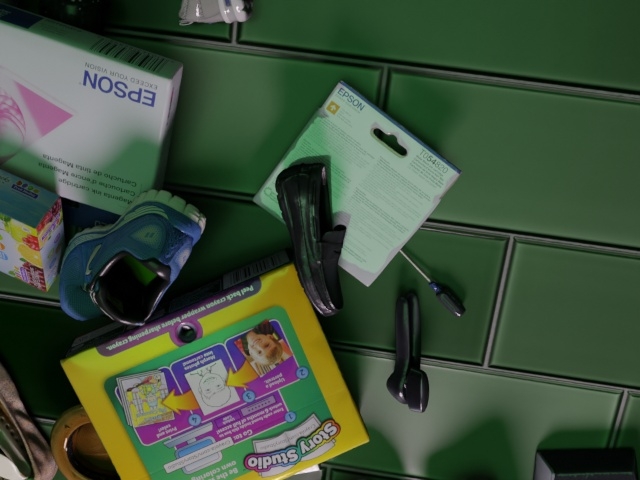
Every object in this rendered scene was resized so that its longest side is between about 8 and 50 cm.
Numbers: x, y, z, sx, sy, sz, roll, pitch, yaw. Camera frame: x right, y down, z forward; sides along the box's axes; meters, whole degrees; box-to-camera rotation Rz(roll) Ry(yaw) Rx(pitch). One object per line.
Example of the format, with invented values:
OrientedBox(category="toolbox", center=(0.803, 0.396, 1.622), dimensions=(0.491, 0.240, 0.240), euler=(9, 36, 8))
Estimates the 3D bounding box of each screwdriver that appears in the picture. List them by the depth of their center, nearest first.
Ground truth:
OrientedBox(category="screwdriver", center=(0.157, 0.056, 1.077), dimensions=(0.170, 0.024, 0.025), euler=(41, 77, -5))

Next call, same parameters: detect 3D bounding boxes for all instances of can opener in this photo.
OrientedBox(category="can opener", center=(0.139, 0.171, 1.098), dimensions=(0.073, 0.059, 0.186), euler=(2, 98, 33))

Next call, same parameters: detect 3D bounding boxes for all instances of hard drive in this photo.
OrientedBox(category="hard drive", center=(0.436, 0.465, 1.152), dimensions=(0.172, 0.054, 0.254), euler=(-3, 106, 7))

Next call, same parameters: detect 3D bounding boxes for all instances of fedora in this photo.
OrientedBox(category="fedora", center=(-0.346, 0.335, 1.178), dimensions=(0.194, 0.079, 0.194), euler=(1, 107, 5))

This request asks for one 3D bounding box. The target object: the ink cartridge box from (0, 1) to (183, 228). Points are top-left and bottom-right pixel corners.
OrientedBox(category="ink cartridge box", center=(-0.379, -0.143, 0.991), dimensions=(0.324, 0.071, 0.330), euler=(17, 124, -3))

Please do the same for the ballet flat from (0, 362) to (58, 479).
OrientedBox(category="ballet flat", center=(-0.549, 0.294, 1.172), dimensions=(0.108, 0.106, 0.316), euler=(-30, 101, 13))

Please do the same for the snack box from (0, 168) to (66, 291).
OrientedBox(category="snack box", center=(-0.470, -0.026, 1.033), dimensions=(0.175, 0.070, 0.207), euler=(25, 146, -3))

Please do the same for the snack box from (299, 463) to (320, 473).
OrientedBox(category="snack box", center=(-0.093, 0.372, 1.193), dimensions=(0.178, 0.022, 0.064), euler=(-13, 106, 9))

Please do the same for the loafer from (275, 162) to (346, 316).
OrientedBox(category="loafer", center=(0.000, 0.000, 0.998), dimensions=(0.078, 0.076, 0.223), euler=(-11, 101, 19))

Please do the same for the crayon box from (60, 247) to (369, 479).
OrientedBox(category="crayon box", center=(-0.151, 0.229, 1.077), dimensions=(0.363, 0.106, 0.313), euler=(-23, 104, -3))

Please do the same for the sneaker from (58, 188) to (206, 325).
OrientedBox(category="sneaker", center=(-0.298, 0.052, 1.008), dimensions=(0.130, 0.147, 0.330), euler=(34, 138, -24))

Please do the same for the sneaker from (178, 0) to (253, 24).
OrientedBox(category="sneaker", center=(-0.180, -0.420, 0.927), dimensions=(0.115, 0.105, 0.281), euler=(-12, 105, 9))

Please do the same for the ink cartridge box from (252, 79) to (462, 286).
OrientedBox(category="ink cartridge box", center=(0.052, -0.082, 1.032), dimensions=(0.223, 0.045, 0.224), euler=(38, 108, -4))

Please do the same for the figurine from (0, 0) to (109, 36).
OrientedBox(category="figurine", center=(-0.413, -0.250, 1.014), dimensions=(0.215, 0.092, 0.209), euler=(8, 111, 4))
